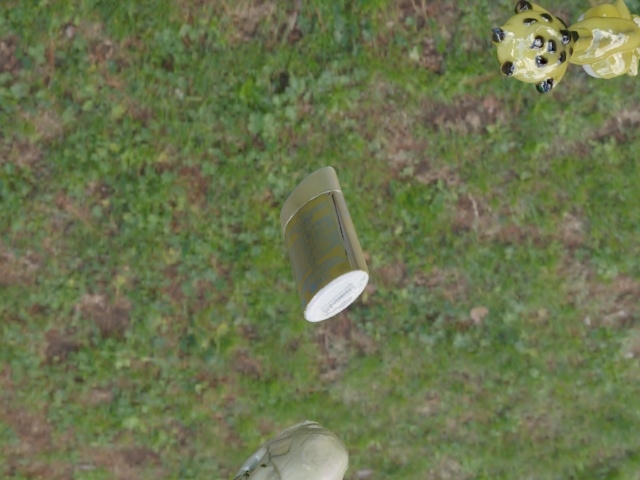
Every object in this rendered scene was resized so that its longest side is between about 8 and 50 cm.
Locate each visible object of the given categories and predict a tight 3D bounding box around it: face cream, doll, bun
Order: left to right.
[{"bbox_3d":[-0.054,0.319,1.274,0.116,0.210,0.237,37,130,5],"label":"bun"},{"bbox_3d":[0.000,0.000,1.760,0.139,0.285,0.067,-40,130,21],"label":"face cream"},{"bbox_3d":[0.323,-0.254,1.298,0.291,0.117,0.086,-15,-174,-40],"label":"doll"}]
